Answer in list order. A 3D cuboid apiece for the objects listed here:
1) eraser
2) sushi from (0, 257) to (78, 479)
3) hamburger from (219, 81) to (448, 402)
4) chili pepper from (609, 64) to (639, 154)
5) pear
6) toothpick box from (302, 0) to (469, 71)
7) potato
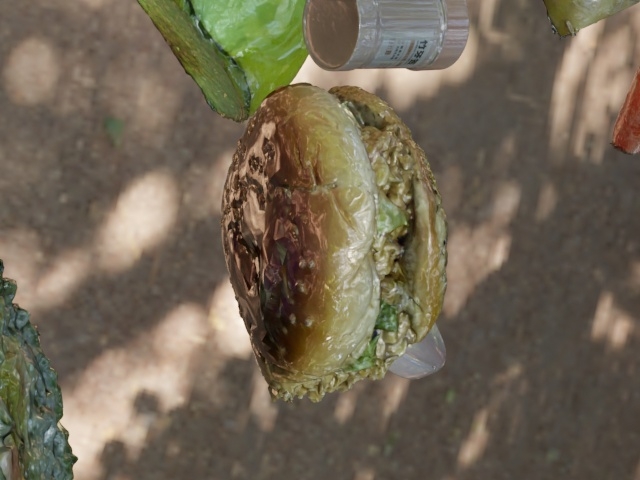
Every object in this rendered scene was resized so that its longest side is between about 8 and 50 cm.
[{"bbox_3d":[0.070,0.074,1.736,0.243,0.059,0.204,48,20,-59],"label":"eraser"},{"bbox_3d":[-0.343,0.182,1.520,0.352,0.178,0.294,-94,172,-59],"label":"sushi"},{"bbox_3d":[0.000,0.000,1.453,0.146,0.243,0.286,-10,116,-25],"label":"hamburger"},{"bbox_3d":[0.438,-0.192,2.182,0.086,0.084,0.192,-102,-156,-49],"label":"chili pepper"},{"bbox_3d":[-0.076,-0.300,1.896,0.292,0.159,0.292,-3,95,-33],"label":"pear"},{"bbox_3d":[0.068,-0.224,1.751,0.149,0.098,0.098,-5,106,-37],"label":"toothpick box"},{"bbox_3d":[0.311,-0.290,1.823,0.172,0.089,0.101,-27,96,-47],"label":"potato"}]
